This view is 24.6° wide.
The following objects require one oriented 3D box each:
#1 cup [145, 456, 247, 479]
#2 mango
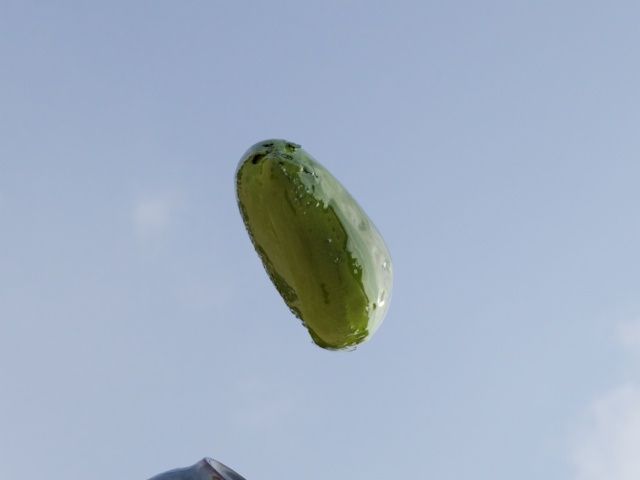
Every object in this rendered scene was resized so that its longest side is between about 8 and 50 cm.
[{"bbox_3d":[-0.109,0.262,1.220,0.199,0.150,0.199,36,-1,1],"label":"cup"},{"bbox_3d":[0.000,0.000,0.916,0.091,0.074,0.165,43,-20,48],"label":"mango"}]
